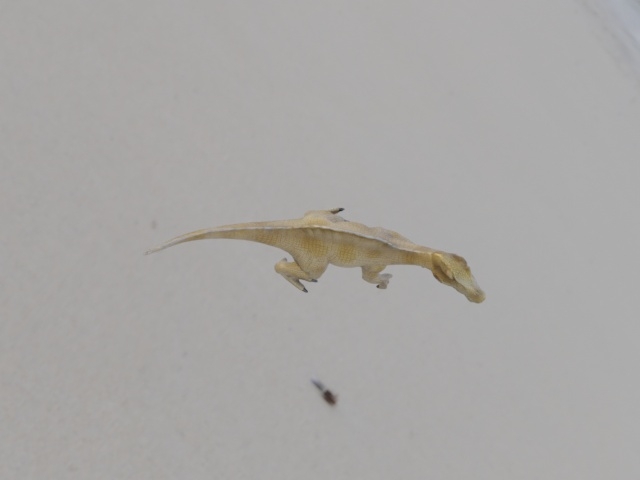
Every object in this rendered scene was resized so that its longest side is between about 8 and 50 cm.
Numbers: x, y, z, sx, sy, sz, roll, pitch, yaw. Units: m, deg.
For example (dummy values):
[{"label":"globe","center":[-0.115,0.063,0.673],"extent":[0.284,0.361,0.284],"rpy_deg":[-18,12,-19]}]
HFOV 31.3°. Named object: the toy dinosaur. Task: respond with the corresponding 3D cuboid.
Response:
[{"label":"toy dinosaur","center":[0.000,0.000,0.636],"extent":[0.183,0.053,0.092],"rpy_deg":[8,-7,-2]}]
